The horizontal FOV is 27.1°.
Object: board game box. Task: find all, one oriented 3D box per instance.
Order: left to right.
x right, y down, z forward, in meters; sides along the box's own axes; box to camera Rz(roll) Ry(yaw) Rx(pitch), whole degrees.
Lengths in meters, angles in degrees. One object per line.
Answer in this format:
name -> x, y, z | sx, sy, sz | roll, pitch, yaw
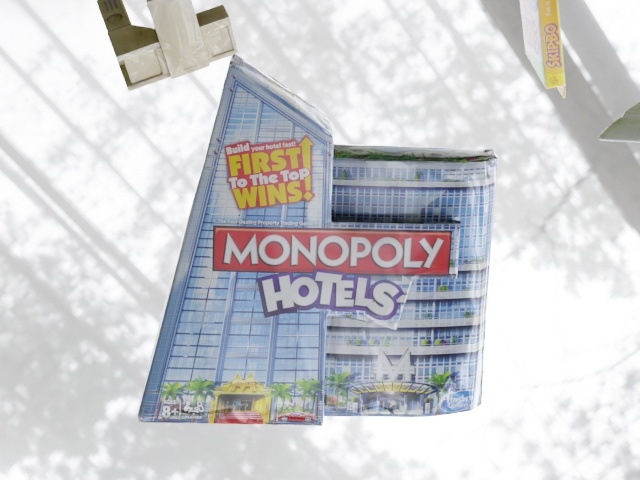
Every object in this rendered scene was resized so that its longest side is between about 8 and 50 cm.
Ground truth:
board game box -> 0.000, 0.000, 0.717 | 0.194, 0.194, 0.060 | 1, -165, -3
board game box -> 0.296, -0.328, 1.805 | 0.039, 0.259, 0.124 | -14, -148, 2

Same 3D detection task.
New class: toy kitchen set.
toy kitchen set -> -0.113, -0.164, 0.941 | 0.083, 0.068, 0.075 | -20, -134, -6

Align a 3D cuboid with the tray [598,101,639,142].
tray -> 0.480, -0.151, 1.578 | 0.270, 0.030, 0.145 | 8, -152, 43
